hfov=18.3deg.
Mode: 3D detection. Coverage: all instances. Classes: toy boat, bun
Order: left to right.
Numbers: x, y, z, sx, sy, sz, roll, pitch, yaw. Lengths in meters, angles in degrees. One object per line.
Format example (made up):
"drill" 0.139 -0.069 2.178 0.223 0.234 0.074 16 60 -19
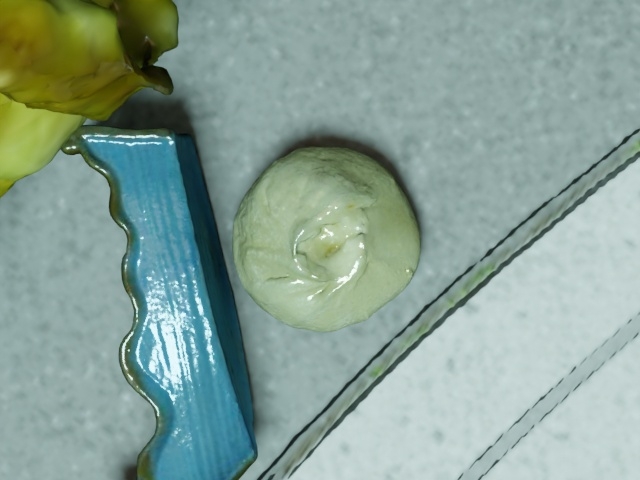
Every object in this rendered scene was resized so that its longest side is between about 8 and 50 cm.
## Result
"toy boat" -0.080 0.038 0.886 0.077 0.075 0.185 -13 93 6
"bun" 0.000 0.000 0.884 0.086 0.055 0.086 0 92 9

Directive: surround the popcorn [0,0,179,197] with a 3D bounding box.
"popcorn" -0.233 -0.125 0.785 0.325 0.290 0.321 -14 128 18
